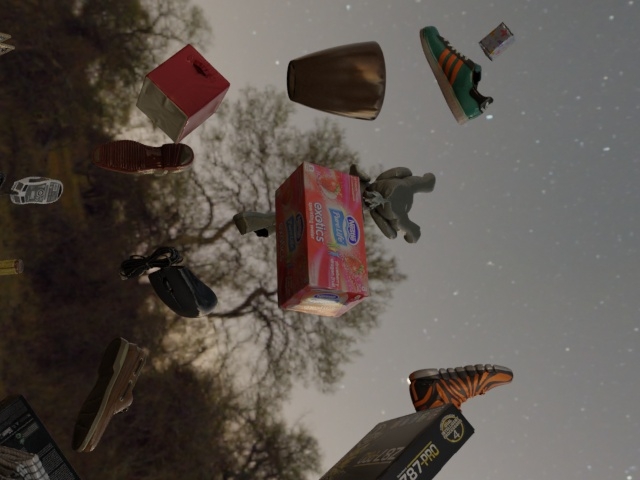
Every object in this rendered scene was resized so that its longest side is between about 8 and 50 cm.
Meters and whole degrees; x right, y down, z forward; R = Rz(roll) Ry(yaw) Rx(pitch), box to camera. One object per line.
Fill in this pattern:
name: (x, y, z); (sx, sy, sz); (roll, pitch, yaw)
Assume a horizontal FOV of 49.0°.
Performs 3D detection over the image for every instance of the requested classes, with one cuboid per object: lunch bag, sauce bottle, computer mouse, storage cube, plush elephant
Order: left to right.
sauce bottle: (-0.886, 0.075, 1.928); (0.042, 0.128, 0.042); (-2, 90, -90)
computer mouse: (-0.727, -0.122, 1.721); (0.042, 0.193, 0.106); (35, -65, 30)
computer mouse: (-0.375, 0.131, 1.810); (0.272, 0.189, 0.072); (48, 35, -39)
storage cube: (-0.430, -0.454, 2.182); (0.184, 0.193, 0.215); (44, -30, -4)
plush elephant: (0.212, -0.150, 2.568); (0.255, 0.330, 0.271); (17, -83, 50)
lunch bag: (0.393, -0.439, 1.560); (0.053, 0.071, 0.083); (54, 18, 13)

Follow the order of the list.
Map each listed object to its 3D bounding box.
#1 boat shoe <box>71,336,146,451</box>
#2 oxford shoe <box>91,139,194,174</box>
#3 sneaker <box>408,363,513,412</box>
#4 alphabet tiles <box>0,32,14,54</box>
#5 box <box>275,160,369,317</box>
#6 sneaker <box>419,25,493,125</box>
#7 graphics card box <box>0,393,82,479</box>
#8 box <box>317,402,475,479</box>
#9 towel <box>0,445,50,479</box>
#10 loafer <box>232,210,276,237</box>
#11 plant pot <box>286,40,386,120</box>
boat shoe: (-0.538, 0.409, 1.825); (0.111, 0.104, 0.307); (-10, -128, 45)
oxford shoe: (-0.623, -0.274, 2.477); (0.130, 0.348, 0.123); (121, -29, -72)
sneaker: (0.431, 0.476, 2.112); (0.124, 0.321, 0.180); (86, -1, -65)
alphabet tiles: (-0.979, -0.499, 1.789); (0.342, 0.285, 0.011); (-6, 85, -63)
box: (0.000, 0.000, 1.533); (0.142, 0.154, 0.299); (-40, -136, 49)
sneaker: (0.374, -0.470, 1.919); (0.108, 0.121, 0.302); (7, 59, -66)
graphics card box: (-0.834, 0.638, 1.936); (0.094, 0.233, 0.370); (-11, -68, 46)
box: (0.141, 0.536, 1.644); (0.097, 0.318, 0.395); (51, -29, 2)
towel: (-0.718, 0.612, 1.629); (0.284, 0.121, 0.235); (-5, -68, 41)
loafer: (-0.192, -0.048, 2.428); (0.094, 0.251, 0.087); (-22, -107, 48)
plant pot: (0.031, -0.432, 1.896); (0.215, 0.231, 0.215); (178, -90, -74)
